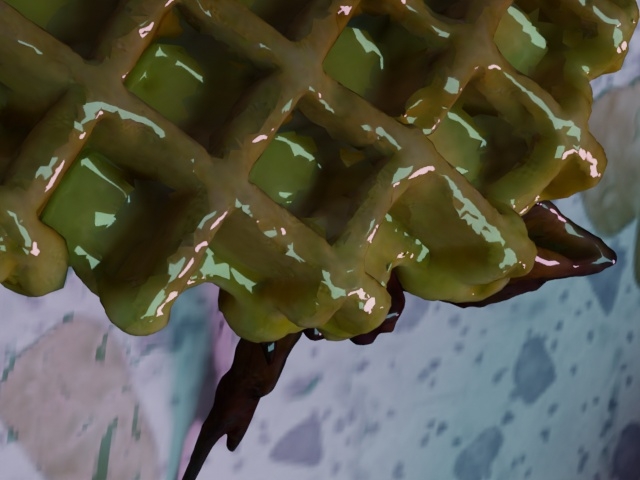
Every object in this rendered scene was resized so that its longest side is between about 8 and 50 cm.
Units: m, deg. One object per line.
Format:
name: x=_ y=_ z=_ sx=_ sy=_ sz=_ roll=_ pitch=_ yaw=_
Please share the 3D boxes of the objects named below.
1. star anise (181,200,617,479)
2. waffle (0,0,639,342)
star anise: x=-0.009 y=0.003 z=0.504 sx=0.158 sy=0.144 sz=0.140 roll=40 pitch=62 yaw=-1
waffle: x=-0.026 y=-0.100 z=0.402 sx=0.249 sy=0.056 sz=0.253 roll=3 pitch=80 yaw=-27
